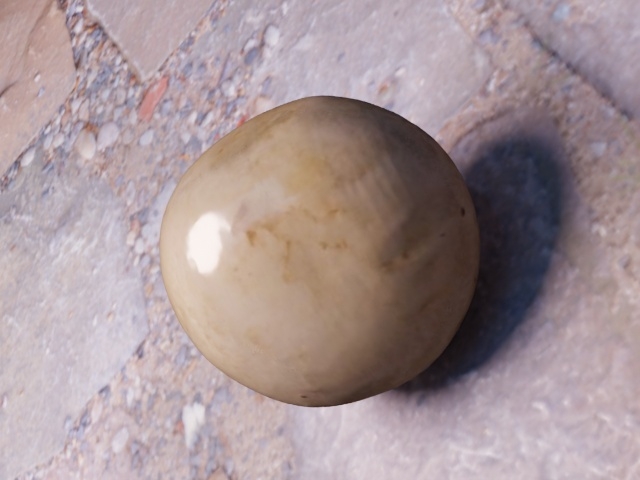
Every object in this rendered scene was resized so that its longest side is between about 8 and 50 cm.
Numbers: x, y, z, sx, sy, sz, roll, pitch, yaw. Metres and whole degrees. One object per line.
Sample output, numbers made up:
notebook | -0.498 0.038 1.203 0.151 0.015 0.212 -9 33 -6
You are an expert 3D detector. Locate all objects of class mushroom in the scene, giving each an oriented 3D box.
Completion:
mushroom | -0.005 0.013 0.845 0.209 0.206 0.206 131 150 -71
